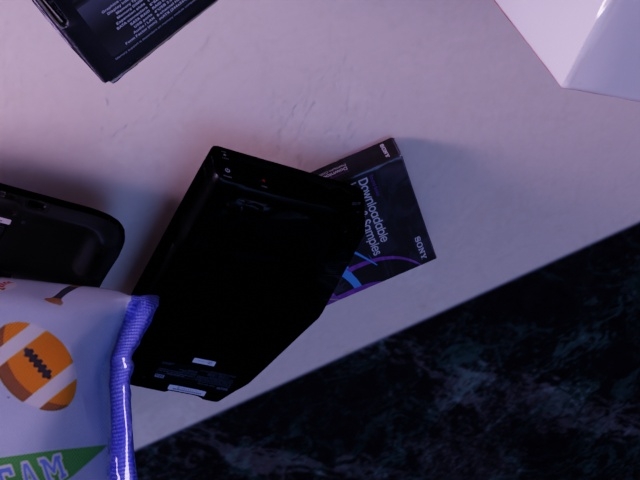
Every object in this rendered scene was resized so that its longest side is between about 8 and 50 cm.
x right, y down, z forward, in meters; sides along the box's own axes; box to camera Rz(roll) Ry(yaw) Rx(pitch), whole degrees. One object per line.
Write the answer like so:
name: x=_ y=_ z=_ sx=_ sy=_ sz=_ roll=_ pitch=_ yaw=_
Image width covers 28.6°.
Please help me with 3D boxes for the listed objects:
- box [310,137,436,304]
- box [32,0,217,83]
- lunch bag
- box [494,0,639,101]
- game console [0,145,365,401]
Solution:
box: x=0.000 y=0.000 z=0.959 sx=0.162 sy=0.029 sz=0.116 roll=-25 pitch=133 yaw=-1
box: x=-0.062 y=-0.255 z=0.589 sx=0.295 sy=0.073 sz=0.293 roll=-39 pitch=149 yaw=-3
lunch bag: x=-0.290 y=0.148 z=0.795 sx=0.327 sy=0.239 sz=0.385 roll=9 pitch=156 yaw=-11
box: x=0.281 y=-0.191 z=0.779 sx=0.345 sy=0.215 sz=0.168 roll=7 pitch=126 yaw=-25
game console: x=-0.159 y=0.006 z=0.871 sx=0.361 sy=0.044 sz=0.213 roll=15 pitch=128 yaw=-25
